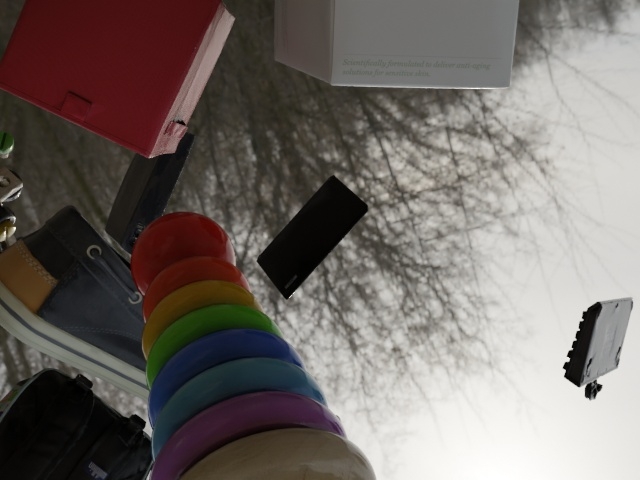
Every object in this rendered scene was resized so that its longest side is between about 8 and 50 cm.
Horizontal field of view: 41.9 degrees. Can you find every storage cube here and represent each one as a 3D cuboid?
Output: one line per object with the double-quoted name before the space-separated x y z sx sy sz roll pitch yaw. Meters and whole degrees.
"storage cube" -0.230 -0.225 0.967 0.215 0.193 0.183 26 -173 -4

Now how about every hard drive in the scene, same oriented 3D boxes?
"hard drive" -0.331 -0.102 1.596 0.054 0.254 0.172 23 -178 -30

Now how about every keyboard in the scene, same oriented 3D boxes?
"keyboard" 0.272 0.108 0.821 0.023 0.108 0.180 15 -175 30

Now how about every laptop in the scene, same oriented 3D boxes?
"laptop" 0.000 0.000 1.678 0.234 0.136 0.264 -47 164 4

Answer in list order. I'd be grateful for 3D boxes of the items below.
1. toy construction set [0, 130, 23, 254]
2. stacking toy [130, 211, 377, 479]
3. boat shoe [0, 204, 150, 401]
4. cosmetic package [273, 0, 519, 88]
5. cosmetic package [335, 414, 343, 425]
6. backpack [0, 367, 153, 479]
"toy construction set" -0.605 -0.057 1.307 0.309 0.257 0.237 -16 167 -25
"stacking toy" -0.079 0.084 0.619 0.141 0.141 0.330 -19 -139 -9
"boat shoe" -0.195 0.109 1.068 0.156 0.500 0.187 -52 -130 -2
"cosmetic package" 0.066 -0.268 0.962 0.197 0.155 0.365 0 -163 -11
"cosmetic package" -0.020 0.492 1.329 0.230 0.453 0.161 -11 -145 16
"backpack" -0.374 0.324 1.097 0.191 0.225 0.253 -31 -157 45
